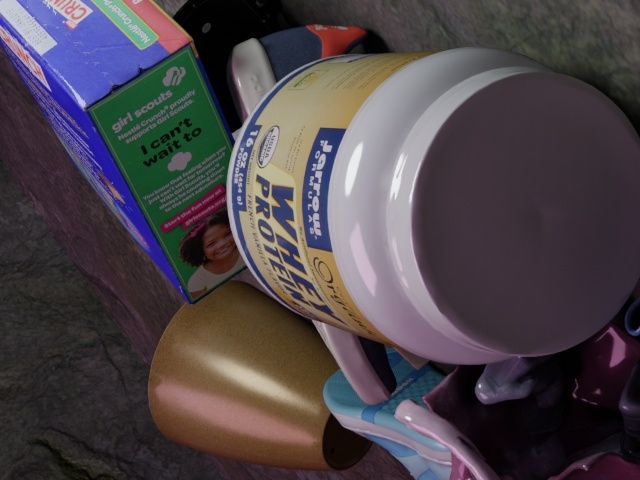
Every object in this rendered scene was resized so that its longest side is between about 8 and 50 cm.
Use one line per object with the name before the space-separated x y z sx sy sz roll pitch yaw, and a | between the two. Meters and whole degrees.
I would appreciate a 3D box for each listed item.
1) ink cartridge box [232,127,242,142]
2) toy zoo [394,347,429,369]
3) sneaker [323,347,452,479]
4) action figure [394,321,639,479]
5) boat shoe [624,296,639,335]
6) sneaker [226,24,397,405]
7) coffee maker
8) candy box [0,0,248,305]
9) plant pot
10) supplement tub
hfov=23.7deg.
ink cartridge box | -0.183 -0.106 1.792 0.104 0.181 0.061 58 162 -8
toy zoo | 0.000 0.000 1.629 0.293 0.030 0.192 50 -177 33
sneaker | 0.127 0.248 1.716 0.319 0.127 0.208 22 141 62
action figure | 0.191 0.223 1.302 0.248 0.276 0.370 43 146 17
boat shoe | 0.259 0.062 1.051 0.089 0.109 0.258 24 144 39
sneaker | 0.037 -0.028 1.367 0.131 0.148 0.350 -138 29 -76
coffee maker | -0.090 -0.156 1.529 0.178 0.120 0.171 157 94 -80
candy box | -0.191 -0.129 1.464 0.268 0.122 0.317 47 169 35
plant pot | -0.054 0.201 1.992 0.254 0.237 0.237 21 144 39
supplement tub | 0.081 -0.030 1.155 0.228 0.228 0.316 61 162 -16
